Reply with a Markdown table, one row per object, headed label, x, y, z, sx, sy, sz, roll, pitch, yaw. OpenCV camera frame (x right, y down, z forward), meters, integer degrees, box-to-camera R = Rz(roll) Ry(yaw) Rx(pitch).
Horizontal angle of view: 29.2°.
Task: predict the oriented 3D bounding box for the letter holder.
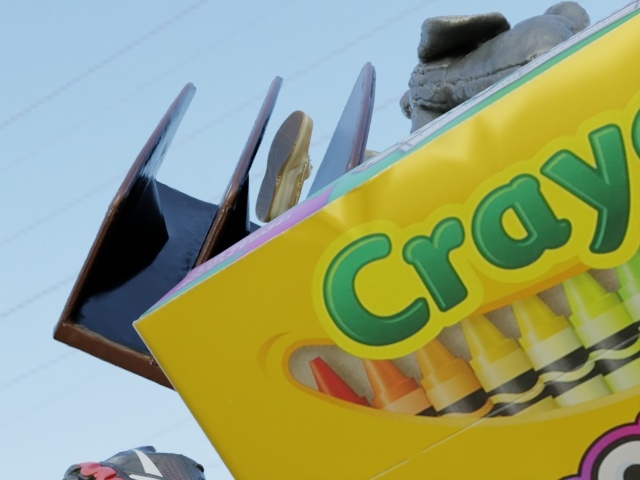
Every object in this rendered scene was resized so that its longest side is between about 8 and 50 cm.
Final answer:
| label | x | y | z | sx | sy | sz | roll | pitch | yaw |
| --- | --- | --- | --- | --- | --- | --- | --- | --- | --- |
| letter holder | -0.064 | -0.046 | 0.944 | 0.152 | 0.302 | 0.214 | 24 | -68 | -5 |

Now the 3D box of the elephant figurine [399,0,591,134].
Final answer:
| label | x | y | z | sx | sy | sz | roll | pitch | yaw |
| --- | --- | --- | --- | --- | --- | --- | --- | --- | --- |
| elephant figurine | 0.155 | -0.152 | 1.249 | 0.239 | 0.169 | 0.186 | 0 | -42 | 25 |

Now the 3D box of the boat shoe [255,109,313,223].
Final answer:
| label | x | y | z | sx | sy | sz | roll | pitch | yaw |
| --- | --- | --- | --- | --- | --- | --- | --- | --- | --- |
| boat shoe | -0.034 | -0.082 | 1.415 | 0.045 | 0.050 | 0.135 | 14 | -78 | -36 |

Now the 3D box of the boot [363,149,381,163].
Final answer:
| label | x | y | z | sx | sy | sz | roll | pitch | yaw |
| --- | --- | --- | --- | --- | --- | --- | --- | --- | --- |
| boot | 0.000 | 0.000 | 1.325 | 0.189 | 0.208 | 0.076 | 10 | -7 | 29 |

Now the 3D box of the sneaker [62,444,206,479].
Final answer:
| label | x | y | z | sx | sy | sz | roll | pitch | yaw |
| --- | --- | --- | --- | --- | --- | --- | --- | --- | --- |
| sneaker | -0.148 | 0.295 | 1.291 | 0.135 | 0.276 | 0.098 | -24 | -54 | -39 |

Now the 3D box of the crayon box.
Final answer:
| label | x | y | z | sx | sy | sz | roll | pitch | yaw |
| --- | --- | --- | --- | --- | --- | --- | --- | --- | --- |
| crayon box | 0.164 | 0.063 | 0.491 | 0.363 | 0.313 | 0.106 | -31 | 7 | 13 |
